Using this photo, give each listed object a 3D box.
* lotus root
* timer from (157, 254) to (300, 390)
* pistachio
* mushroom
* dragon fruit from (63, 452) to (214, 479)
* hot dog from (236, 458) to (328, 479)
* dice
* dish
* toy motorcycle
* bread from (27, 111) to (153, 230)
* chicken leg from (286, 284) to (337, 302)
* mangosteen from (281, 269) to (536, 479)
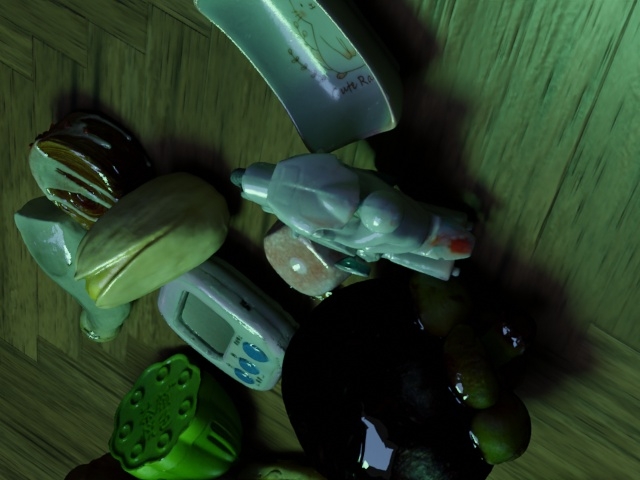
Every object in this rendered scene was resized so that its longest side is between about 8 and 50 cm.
[{"bbox_3d":[-0.171,0.271,2.193,0.186,0.186,0.186,26,143,22],"label":"lotus root"},{"bbox_3d":[-0.115,0.100,1.992,0.191,0.069,0.208,38,158,4],"label":"timer"},{"bbox_3d":[-0.203,-0.005,1.872,0.117,0.200,0.145,59,169,4],"label":"pistachio"},{"bbox_3d":[-0.309,0.048,2.119,0.118,0.103,0.270,17,145,32],"label":"mushroom"},{"bbox_3d":[-0.216,0.365,2.248,0.228,0.329,0.286,-26,117,15],"label":"dragon fruit"},{"bbox_3d":[-0.024,0.353,2.201,0.269,0.072,0.109,-10,123,51],"label":"hot dog"},{"bbox_3d":[0.000,0.000,1.762,0.093,0.091,0.094,48,145,-10],"label":"dice"},{"bbox_3d":[-0.007,-0.197,1.563,0.212,0.077,0.151,51,147,-15],"label":"dish"},{"bbox_3d":[0.040,-0.026,1.606,0.260,0.110,0.171,19,176,-17],"label":"toy motorcycle"},{"bbox_3d":[-0.284,-0.085,1.966,0.160,0.073,0.160,27,147,19],"label":"bread"},{"bbox_3d":[-0.009,0.057,1.898,0.083,0.021,0.036,19,150,30],"label":"chicken leg"},{"bbox_3d":[0.099,0.157,1.718,0.288,0.233,0.287,-5,84,60],"label":"mangosteen"}]
